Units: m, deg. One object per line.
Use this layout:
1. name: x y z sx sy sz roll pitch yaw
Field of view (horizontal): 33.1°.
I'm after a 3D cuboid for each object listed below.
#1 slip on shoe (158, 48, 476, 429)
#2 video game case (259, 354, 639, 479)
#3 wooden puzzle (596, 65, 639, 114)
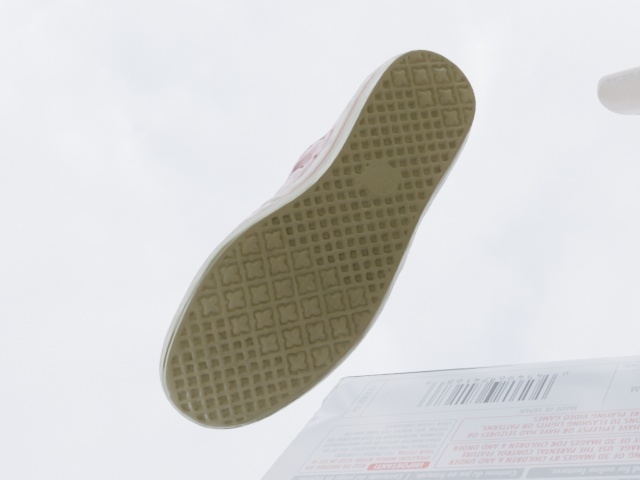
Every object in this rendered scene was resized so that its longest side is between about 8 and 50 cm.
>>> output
1. slip on shoe: 0.000 0.000 0.794 0.123 0.101 0.331 38 -112 -7
2. video game case: 0.082 0.106 0.274 0.244 0.269 0.061 -39 -64 -57
3. wooden puzzle: 0.486 -0.161 1.021 0.347 0.322 0.081 3 -89 -11
